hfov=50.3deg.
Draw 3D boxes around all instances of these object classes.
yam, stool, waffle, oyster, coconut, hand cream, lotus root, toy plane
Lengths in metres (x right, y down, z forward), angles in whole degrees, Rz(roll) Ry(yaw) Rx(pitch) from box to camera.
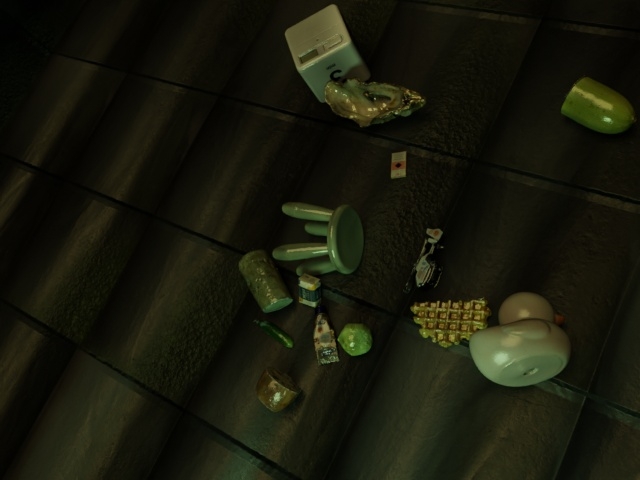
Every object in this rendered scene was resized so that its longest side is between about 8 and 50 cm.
[{"bbox_3d":[-0.159,0.126,2.000,0.107,0.107,0.194,-36,58,6],"label":"yam"},{"bbox_3d":[0.000,0.000,1.939,0.198,0.195,0.195,-3,66,30],"label":"stool"},{"bbox_3d":[0.341,0.194,1.770,0.192,0.046,0.160,-33,58,7],"label":"waffle"},{"bbox_3d":[0.171,-0.425,2.093,0.341,0.110,0.166,-3,82,28],"label":"oyster"},{"bbox_3d":[0.091,0.265,1.834,0.096,0.088,0.088,-10,64,15],"label":"coconut"},{"bbox_3d":[0.011,0.262,1.901,0.062,0.039,0.163,-11,64,3],"label":"hand cream"},{"bbox_3d":[-0.121,0.402,1.851,0.112,0.122,0.081,41,95,9],"label":"lotus root"},{"bbox_3d":[0.292,0.058,1.853,0.078,0.053,0.197,12,77,39],"label":"toy plane"}]

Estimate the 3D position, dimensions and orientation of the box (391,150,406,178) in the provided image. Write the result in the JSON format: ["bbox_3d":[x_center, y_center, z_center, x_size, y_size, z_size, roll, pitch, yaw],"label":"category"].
[{"bbox_3d":[0.234,-0.225,2.031,0.046,0.012,0.083,-6,65,22],"label":"box"}]

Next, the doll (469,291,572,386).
[{"bbox_3d":[0.471,0.221,1.615,0.251,0.221,0.221,-8,61,-8],"label":"doll"}]

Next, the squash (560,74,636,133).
[{"bbox_3d":[0.741,-0.347,1.789,0.186,0.123,0.123,37,86,30],"label":"squash"}]

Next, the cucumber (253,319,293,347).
[{"bbox_3d":[-0.135,0.261,1.969,0.155,0.037,0.037,29,82,32],"label":"cucumber"}]

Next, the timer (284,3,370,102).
[{"bbox_3d":[0.024,-0.598,2.193,0.192,0.195,0.194,-25,60,13],"label":"timer"}]

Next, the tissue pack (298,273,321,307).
[{"bbox_3d":[-0.030,0.144,1.945,0.062,0.083,0.042,17,37,29],"label":"tissue pack"}]
